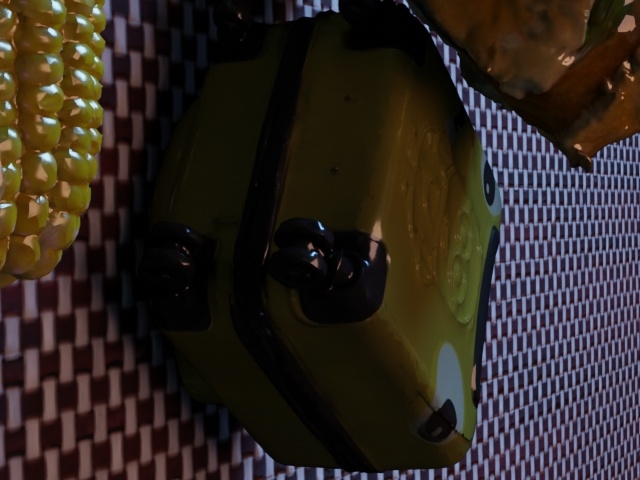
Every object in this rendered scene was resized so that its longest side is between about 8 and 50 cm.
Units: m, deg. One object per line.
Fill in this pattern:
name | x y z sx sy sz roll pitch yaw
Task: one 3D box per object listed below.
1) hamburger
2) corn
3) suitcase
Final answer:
hamburger | 0.114 -0.204 0.998 0.162 0.209 0.330 49 3 -37
corn | -0.141 -0.132 0.667 0.123 0.122 0.305 4 82 -41
suitcase | 0.000 0.000 0.961 0.235 0.143 0.194 58 36 -51
